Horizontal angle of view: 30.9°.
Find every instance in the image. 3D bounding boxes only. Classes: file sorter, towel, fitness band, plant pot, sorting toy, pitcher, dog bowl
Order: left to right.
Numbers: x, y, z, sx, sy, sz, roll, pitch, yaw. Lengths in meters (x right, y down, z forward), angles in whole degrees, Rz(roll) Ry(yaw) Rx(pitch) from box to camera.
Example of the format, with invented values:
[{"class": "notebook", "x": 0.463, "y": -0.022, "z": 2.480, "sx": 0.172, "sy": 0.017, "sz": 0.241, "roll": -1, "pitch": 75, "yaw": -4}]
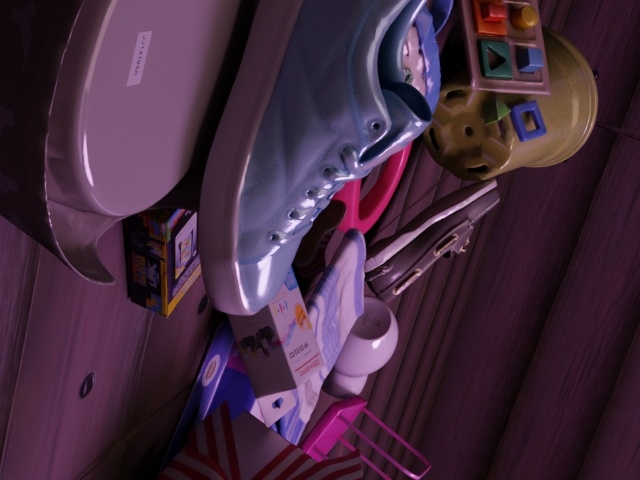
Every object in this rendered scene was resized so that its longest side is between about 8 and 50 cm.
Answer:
[{"class": "dog bowl", "x": -0.138, "y": -0.145, "z": 0.854, "sx": 0.348, "sy": 0.102, "sz": 0.348, "roll": -58, "pitch": 162, "yaw": -32}, {"class": "towel", "x": -0.001, "y": 0.141, "z": 1.628, "sx": 0.209, "sy": 0.034, "sz": 0.285, "roll": 88, "pitch": 25, "yaw": -52}, {"class": "file sorter", "x": 0.023, "y": 0.432, "z": 1.931, "sx": 0.290, "sy": 0.182, "sz": 0.202, "roll": -52, "pitch": 166, "yaw": 6}, {"class": "pitcher", "x": 0.067, "y": 0.155, "z": 1.976, "sx": 0.207, "sy": 0.126, "sz": 0.177, "roll": 108, "pitch": 0, "yaw": -59}, {"class": "fitness band", "x": 0.075, "y": -0.136, "z": 1.712, "sx": 0.209, "sy": 0.054, "sz": 0.290, "roll": -54, "pitch": 159, "yaw": -34}, {"class": "plant pot", "x": 0.318, "y": -0.228, "z": 2.083, "sx": 0.254, "sy": 0.276, "sz": 0.276, "roll": -31, "pitch": 142, "yaw": -47}, {"class": "sorting toy", "x": 0.316, "y": -0.338, "z": 1.936, "sx": 0.196, "sy": 0.047, "sz": 0.347, "roll": -1, "pitch": 79, "yaw": -36}]

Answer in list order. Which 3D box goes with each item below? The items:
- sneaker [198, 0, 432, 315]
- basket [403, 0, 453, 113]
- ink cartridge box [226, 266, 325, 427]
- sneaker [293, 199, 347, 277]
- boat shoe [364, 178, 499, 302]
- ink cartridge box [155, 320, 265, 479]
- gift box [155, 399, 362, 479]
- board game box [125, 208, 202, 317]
[{"class": "sneaker", "x": 0.005, "y": -0.084, "z": 0.951, "sx": 0.135, "sy": 0.150, "sz": 0.365, "roll": -37, "pitch": 146, "yaw": -62}, {"class": "basket", "x": 0.045, "y": -0.213, "z": 1.193, "sx": 0.289, "sy": 0.201, "sz": 0.254, "roll": -53, "pitch": 160, "yaw": -16}, {"class": "ink cartridge box", "x": -0.052, "y": 0.126, "z": 1.425, "sx": 0.104, "sy": 0.062, "sz": 0.181, "roll": -27, "pitch": 99, "yaw": -68}, {"class": "sneaker", "x": 0.000, "y": 0.000, "z": 1.648, "sx": 0.118, "sy": 0.042, "sz": 0.067, "roll": -53, "pitch": 157, "yaw": -21}, {"class": "boat shoe", "x": 0.197, "y": -0.004, "z": 2.006, "sx": 0.305, "sy": 0.091, "sz": 0.109, "roll": -33, "pitch": -171, "yaw": -21}, {"class": "ink cartridge box", "x": -0.115, "y": 0.267, "z": 1.585, "sx": 0.324, "sy": 0.071, "sz": 0.330, "roll": -68, "pitch": 166, "yaw": 3}, {"class": "gift box", "x": -0.073, "y": 0.366, "z": 1.413, "sx": 0.276, "sy": 0.255, "sz": 0.258, "roll": -45, "pitch": 142, "yaw": -29}, {"class": "board game box", "x": -0.129, "y": -0.031, "z": 1.152, "sx": 0.170, "sy": 0.048, "sz": 0.141, "roll": -55, "pitch": 163, "yaw": -40}]
